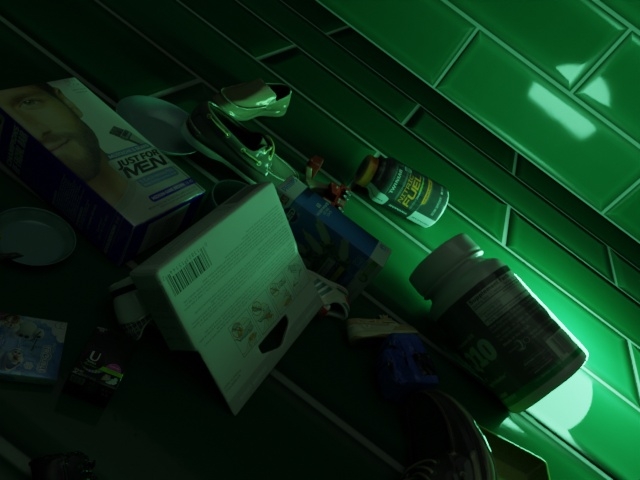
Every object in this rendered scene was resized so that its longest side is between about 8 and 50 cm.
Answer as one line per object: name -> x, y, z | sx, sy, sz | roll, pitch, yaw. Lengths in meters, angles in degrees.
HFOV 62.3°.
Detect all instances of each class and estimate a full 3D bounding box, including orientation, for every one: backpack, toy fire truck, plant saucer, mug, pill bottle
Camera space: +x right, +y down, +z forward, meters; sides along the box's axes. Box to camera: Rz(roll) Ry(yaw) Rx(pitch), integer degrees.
backpack -> 0.152, 0.231, 0.985 | 0.101, 0.098, 0.120 | 12, 42, -26
toy fire truck -> 0.005, -0.127, 1.320 | 0.135, 0.047, 0.192 | 32, 35, -6
plant saucer -> -0.439, -0.002, 0.808 | 0.119, 0.021, 0.119 | 23, 36, -18
mug -> -0.160, -0.028, 1.016 | 0.130, 0.097, 0.157 | -13, 58, -49
pill bottle -> 0.216, -0.142, 1.449 | 0.246, 0.130, 0.130 | 26, 36, -15
pill bottle -> 0.374, 0.170, 1.156 | 0.204, 0.204, 0.361 | -13, 57, -48
plant saucer -> -0.351, -0.241, 1.152 | 0.195, 0.037, 0.195 | 24, 36, -19
plant saucer -> 0.329, 0.444, 0.935 | 0.188, 0.045, 0.188 | 30, 34, -10

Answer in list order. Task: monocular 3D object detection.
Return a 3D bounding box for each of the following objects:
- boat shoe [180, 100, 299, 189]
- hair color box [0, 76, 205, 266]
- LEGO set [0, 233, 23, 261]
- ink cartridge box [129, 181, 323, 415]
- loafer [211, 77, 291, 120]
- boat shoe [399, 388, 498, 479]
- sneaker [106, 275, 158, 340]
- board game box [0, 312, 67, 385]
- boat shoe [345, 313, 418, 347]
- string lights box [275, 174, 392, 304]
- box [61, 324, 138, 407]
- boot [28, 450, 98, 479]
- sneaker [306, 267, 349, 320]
boat shoe -> -0.160, -0.202, 1.192 | 0.305, 0.091, 0.109 | 29, 35, -32
hair color box -> -0.394, -0.131, 0.926 | 0.339, 0.110, 0.185 | 39, 35, 6
LEGO set -> -0.498, -0.029, 0.580 | 0.192, 0.254, 0.331 | 17, 17, 20
ink cartridge box -> -0.130, 0.082, 0.862 | 0.296, 0.066, 0.261 | -47, 123, -48
loafer -> -0.179, -0.389, 1.427 | 0.102, 0.092, 0.269 | 47, 36, 15
boat shoe -> 0.192, 0.387, 0.809 | 0.130, 0.132, 0.355 | 16, 38, -28
sneaker -> -0.225, 0.090, 0.850 | 0.235, 0.090, 0.094 | -13, 79, -51
board game box -> -0.386, 0.141, 0.689 | 0.090, 0.020, 0.090 | 16, 39, -29
boat shoe -> 0.123, 0.175, 1.055 | 0.170, 0.063, 0.059 | 6, 50, -35
string lights box -> 0.000, 0.000, 1.090 | 0.260, 0.133, 0.076 | 36, 35, 1
box -> -0.294, 0.167, 0.709 | 0.062, 0.052, 0.083 | 28, 34, -15
boot -> -0.301, 0.285, 0.572 | 0.121, 0.045, 0.099 | 13, 43, -42
sneaker -> -0.010, 0.107, 1.022 | 0.161, 0.057, 0.075 | 24, 31, -23
